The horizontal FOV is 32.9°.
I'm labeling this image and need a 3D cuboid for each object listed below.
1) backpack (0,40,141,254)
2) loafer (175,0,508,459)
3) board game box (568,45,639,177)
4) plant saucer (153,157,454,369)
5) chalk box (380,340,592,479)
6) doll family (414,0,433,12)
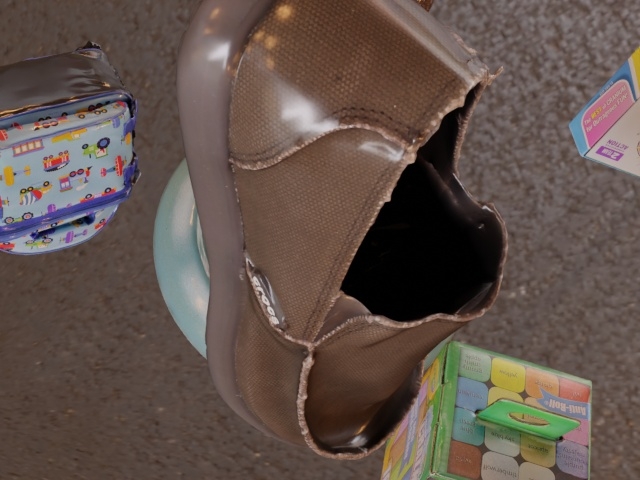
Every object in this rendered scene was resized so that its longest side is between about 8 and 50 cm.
[{"bbox_3d":[-0.228,-0.055,0.882,0.158,0.173,0.117,-16,49,-28],"label":"backpack"},{"bbox_3d":[0.020,0.023,0.548,0.130,0.366,0.134,30,64,25],"label":"loafer"},{"bbox_3d":[0.505,-0.197,1.350,0.242,0.316,0.064,17,42,-26],"label":"board game box"},{"bbox_3d":[0.000,0.000,1.046,0.317,0.044,0.317,5,66,-11],"label":"plant saucer"},{"bbox_3d":[0.140,0.177,0.894,0.132,0.213,0.132,18,50,-5],"label":"chalk box"},{"bbox_3d":[0.046,-0.272,0.773,0.263,0.118,0.163,34,35,-43],"label":"doll family"}]
